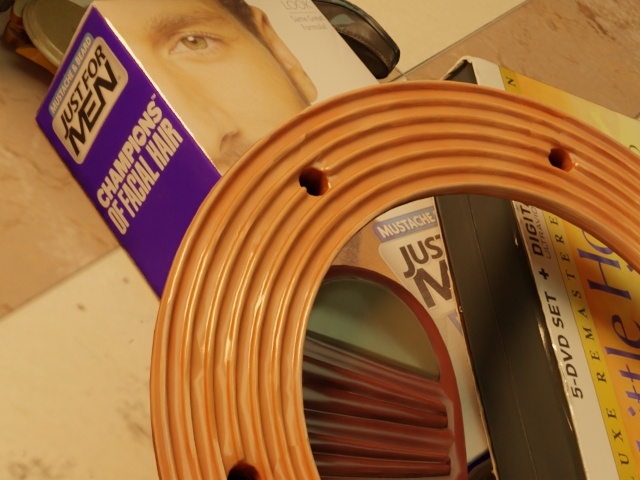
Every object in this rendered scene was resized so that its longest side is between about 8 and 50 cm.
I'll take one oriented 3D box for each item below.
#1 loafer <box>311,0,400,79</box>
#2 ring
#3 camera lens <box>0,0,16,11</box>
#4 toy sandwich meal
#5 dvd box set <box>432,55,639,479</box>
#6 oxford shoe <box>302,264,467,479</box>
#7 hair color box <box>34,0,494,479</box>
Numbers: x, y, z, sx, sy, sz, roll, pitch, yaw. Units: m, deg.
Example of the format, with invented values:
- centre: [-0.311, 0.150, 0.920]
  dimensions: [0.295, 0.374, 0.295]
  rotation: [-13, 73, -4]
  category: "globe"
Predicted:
- centre: [-0.018, -0.162, 0.902]
  dimensions: [0.170, 0.062, 0.061]
  rotation: [24, 62, -13]
  category: "loafer"
- centre: [0.088, 0.079, 0.501]
  dimensions: [0.337, 0.032, 0.336]
  rotation: [12, 59, -21]
  category: "ring"
- centre: [-0.220, -0.297, 0.691]
  dimensions: [0.219, 0.274, 0.219]
  rotation: [22, 41, -20]
  category: "camera lens"
- centre: [-0.168, -0.127, 0.763]
  dimensions: [0.085, 0.029, 0.085]
  rotation: [33, 32, -24]
  category: "toy sandwich meal"
- centre: [0.260, 0.072, 0.715]
  dimensions: [0.420, 0.062, 0.307]
  rotation: [15, 50, -31]
  category: "dvd box set"
- centre: [0.002, 0.192, 0.504]
  dimensions: [0.123, 0.130, 0.348]
  rotation: [13, 62, -20]
  category: "oxford shoe"
- centre: [0.000, 0.000, 0.706]
  dimensions: [0.185, 0.110, 0.339]
  rotation: [-18, 63, -47]
  category: "hair color box"
